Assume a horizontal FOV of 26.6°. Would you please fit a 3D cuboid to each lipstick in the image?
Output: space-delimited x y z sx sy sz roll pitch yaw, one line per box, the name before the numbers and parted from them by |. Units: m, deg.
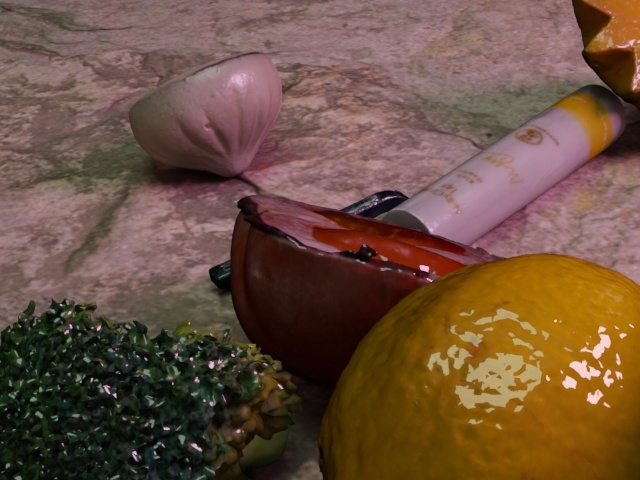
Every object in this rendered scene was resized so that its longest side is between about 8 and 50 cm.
lipstick | 0.152 -0.053 1.086 0.059 0.059 0.264 21 40 37

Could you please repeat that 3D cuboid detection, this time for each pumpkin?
pumpkin | 0.316 -0.138 1.174 0.254 0.149 0.130 20 75 1

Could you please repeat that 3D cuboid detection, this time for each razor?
razor | -0.001 -0.005 1.060 0.190 0.033 0.066 -21 34 -22

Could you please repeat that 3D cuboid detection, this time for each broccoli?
broccoli | -0.092 0.111 0.783 0.219 0.194 0.194 -32 12 39

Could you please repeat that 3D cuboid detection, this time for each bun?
bun | -0.092 -0.099 1.180 0.138 0.094 0.138 -21 -2 -1

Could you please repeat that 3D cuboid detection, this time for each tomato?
tomato | 0.033 0.044 0.892 0.199 0.112 0.228 11 8 -5

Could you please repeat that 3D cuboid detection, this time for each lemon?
lemon | 0.103 0.102 0.716 0.256 0.188 0.188 -28 37 -33
